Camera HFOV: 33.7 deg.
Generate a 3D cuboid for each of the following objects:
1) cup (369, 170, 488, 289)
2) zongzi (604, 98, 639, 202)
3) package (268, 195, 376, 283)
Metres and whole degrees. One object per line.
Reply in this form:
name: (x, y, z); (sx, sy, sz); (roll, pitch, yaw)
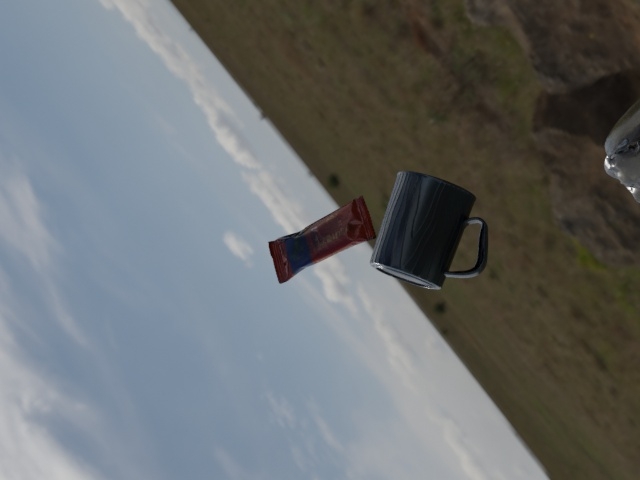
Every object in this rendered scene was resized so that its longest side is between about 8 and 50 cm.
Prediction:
cup: (0.150, -0.009, 1.456); (0.150, 0.138, 0.113); (13, 171, 46)
zongzi: (0.567, -0.273, 1.513); (0.432, 0.403, 0.208); (59, -157, -32)
package: (0.000, 0.000, 1.810); (0.022, 0.200, 0.083); (25, -136, -55)
